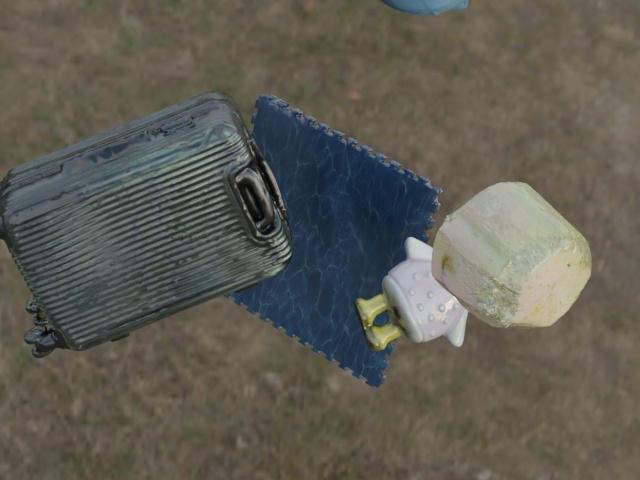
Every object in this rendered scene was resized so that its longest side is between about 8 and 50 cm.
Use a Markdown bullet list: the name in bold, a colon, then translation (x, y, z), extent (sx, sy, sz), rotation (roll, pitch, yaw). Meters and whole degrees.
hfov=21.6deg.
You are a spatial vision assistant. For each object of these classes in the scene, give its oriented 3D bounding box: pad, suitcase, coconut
- **pad**: translation (0.000, 0.000, 1.919), extent (0.269, 0.269, 0.012), rotation (28, 28, 28)
- **suitcase**: translation (-0.194, -0.018, 1.761), extent (0.312, 0.202, 0.128), rotation (-21, 28, 5)
- **coconut**: translation (0.153, 0.010, 1.414), extent (0.116, 0.116, 0.122), rotation (-22, 46, -29)

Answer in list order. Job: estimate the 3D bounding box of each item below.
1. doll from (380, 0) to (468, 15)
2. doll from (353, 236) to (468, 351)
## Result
- **doll**: translation (0.067, -0.300, 1.346), extent (0.141, 0.314, 0.177), rotation (-9, 50, 17)
- **doll**: translation (0.135, 0.047, 1.764), extent (0.207, 0.129, 0.081), rotation (-26, 10, -9)
